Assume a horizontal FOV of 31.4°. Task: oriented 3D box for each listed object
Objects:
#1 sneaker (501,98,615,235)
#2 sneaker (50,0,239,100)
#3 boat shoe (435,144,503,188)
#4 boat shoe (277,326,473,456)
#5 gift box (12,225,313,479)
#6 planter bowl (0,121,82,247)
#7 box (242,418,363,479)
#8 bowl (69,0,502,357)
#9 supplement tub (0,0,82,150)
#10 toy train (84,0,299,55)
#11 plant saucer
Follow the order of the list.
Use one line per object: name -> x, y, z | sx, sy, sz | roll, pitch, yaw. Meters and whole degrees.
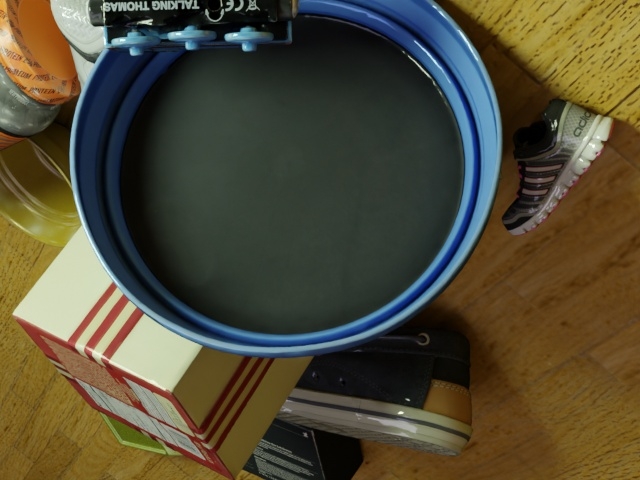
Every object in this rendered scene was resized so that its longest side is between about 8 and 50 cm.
sneaker -> 0.212, -0.074, 1.095 | 0.075, 0.063, 0.170 | 36, 139, 5
sneaker -> -0.136, -0.154, 1.262 | 0.366, 0.137, 0.210 | 29, 145, 22
boat shoe -> 0.053, -0.082, 1.187 | 0.305, 0.109, 0.091 | -4, 90, 44
boat shoe -> -0.029, 0.152, 1.459 | 0.500, 0.156, 0.187 | 7, 165, 32
gift box -> -0.122, 0.084, 1.244 | 0.276, 0.258, 0.255 | 22, 154, 23
planter bowl -> -0.382, -0.101, 1.567 | 0.217, 0.090, 0.217 | 23, 141, 20
box -> -0.081, 0.260, 1.675 | 0.261, 0.103, 0.184 | 17, 142, 29
bowl -> -0.030, -0.078, 1.050 | 0.391, 0.391, 0.077 | 30, 167, 13
supplement tub -> -0.451, -0.187, 1.382 | 0.316, 0.193, 0.193 | -21, 117, 21
toy train -> -0.110, -0.202, 1.000 | 0.184, 0.105, 0.080 | -2, 96, 1
plant saucer -> -0.324, 0.306, 1.988 | 0.188, 0.045, 0.188 | 3, 131, 40
